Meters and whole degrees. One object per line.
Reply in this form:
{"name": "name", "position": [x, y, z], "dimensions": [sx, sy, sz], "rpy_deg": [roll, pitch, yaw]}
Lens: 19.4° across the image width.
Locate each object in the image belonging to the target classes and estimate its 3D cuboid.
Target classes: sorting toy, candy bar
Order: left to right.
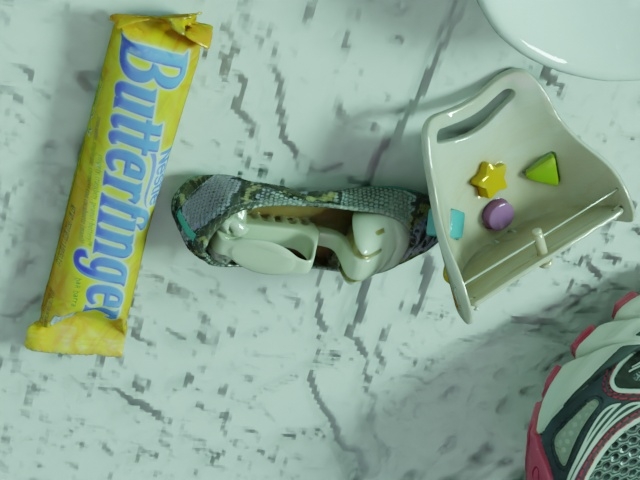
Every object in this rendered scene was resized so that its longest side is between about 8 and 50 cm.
{"name": "candy bar", "position": [-0.075, -0.019, 0.694], "dimensions": [0.040, 0.018, 0.161], "rpy_deg": [5, 128, -20]}
{"name": "sorting toy", "position": [0.069, -0.024, 0.719], "dimensions": [0.083, 0.045, 0.075], "rpy_deg": [-31, 118, -19]}

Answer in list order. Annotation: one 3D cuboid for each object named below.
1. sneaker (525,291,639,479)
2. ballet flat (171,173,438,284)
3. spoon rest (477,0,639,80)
{"name": "sneaker", "position": [0.233, 0.070, 0.798], "dimensions": [0.299, 0.112, 0.120], "rpy_deg": [-11, 131, -6]}
{"name": "ballet flat", "position": [0.000, 0.000, 0.718], "dimensions": [0.114, 0.041, 0.041], "rpy_deg": [5, 127, -20]}
{"name": "spoon rest", "position": [0.145, -0.162, 0.598], "dimensions": [0.137, 0.084, 0.276], "rpy_deg": [12, 123, -25]}
